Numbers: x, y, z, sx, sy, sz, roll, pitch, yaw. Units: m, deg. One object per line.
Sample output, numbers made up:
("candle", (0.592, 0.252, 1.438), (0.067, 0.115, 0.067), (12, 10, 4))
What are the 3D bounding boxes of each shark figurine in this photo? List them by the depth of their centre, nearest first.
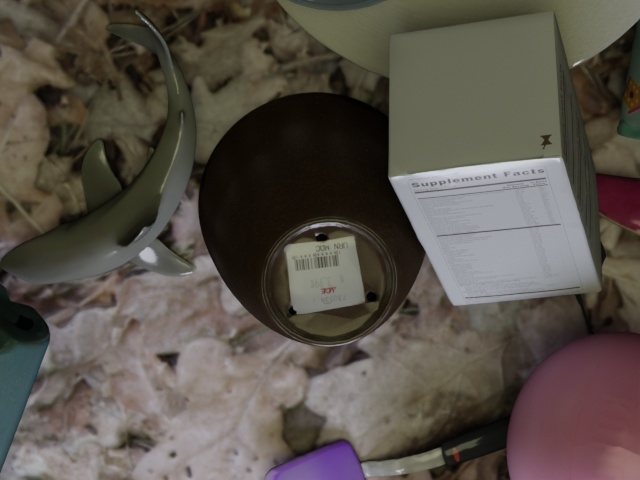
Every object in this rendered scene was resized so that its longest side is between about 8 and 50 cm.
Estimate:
("shark figurine", (-0.156, -0.053, 1.288), (0.166, 0.116, 0.278), (24, 105, -11))

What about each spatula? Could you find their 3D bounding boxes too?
("spatula", (0.096, 0.212, 1.418), (0.297, 0.030, 0.084), (-17, 107, 1))

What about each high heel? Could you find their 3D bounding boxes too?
("high heel", (0.350, -0.046, 1.315), (0.244, 0.082, 0.117), (22, 106, 13))

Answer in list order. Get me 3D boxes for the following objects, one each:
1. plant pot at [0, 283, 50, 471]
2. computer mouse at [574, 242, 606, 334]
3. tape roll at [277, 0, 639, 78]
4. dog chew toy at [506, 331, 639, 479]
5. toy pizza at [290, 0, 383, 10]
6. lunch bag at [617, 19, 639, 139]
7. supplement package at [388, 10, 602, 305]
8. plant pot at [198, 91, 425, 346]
("plant pot", (-0.412, 0.172, 1.242), (0.341, 0.341, 0.334), (25, 96, -10))
("computer mouse", (0.246, 0.055, 1.382), (0.071, 0.041, 0.242), (-20, 113, 12))
("tape roll", (0.113, -0.306, 1.177), (0.392, 0.072, 0.392), (8, 120, 13))
("dog chew toy", (0.332, 0.193, 1.263), (0.332, 0.207, 0.206), (7, 110, 34))
("toy pizza", (0.007, -0.280, 1.162), (0.201, 0.032, 0.201), (8, 120, 14))
("lunch bag", (0.411, -0.175, 1.259), (0.262, 0.160, 0.223), (6, 98, -15))
("supplement package", (0.148, -0.060, 1.209), (0.139, 0.244, 0.133), (-6, 62, 15))
("plant pot", (0.000, 0.000, 1.248), (0.215, 0.230, 0.215), (-1, 106, -2))
